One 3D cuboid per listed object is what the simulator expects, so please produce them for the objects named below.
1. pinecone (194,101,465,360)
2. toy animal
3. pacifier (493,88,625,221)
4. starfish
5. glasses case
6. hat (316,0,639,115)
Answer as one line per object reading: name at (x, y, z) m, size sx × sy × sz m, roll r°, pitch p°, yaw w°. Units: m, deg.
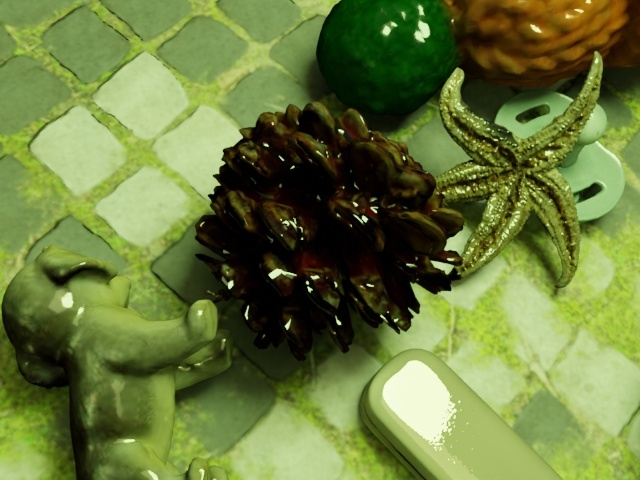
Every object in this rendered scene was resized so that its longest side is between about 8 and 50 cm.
pinecone at (0.000, 0.000, 0.695) m, size 0.221 × 0.221 × 0.221 m, roll 4°, pitch 65°, yaw -9°
toy animal at (-0.149, 0.111, 0.662) m, size 0.168 × 0.121 × 0.233 m, roll -13°, pitch 77°, yaw 1°
pacifier at (0.230, -0.092, 0.825) m, size 0.126 × 0.116 × 0.150 m, roll -18°, pitch 72°, yaw -12°
starfish at (0.182, -0.063, 0.785) m, size 0.213 × 0.057 × 0.238 m, roll 41°, pitch 103°, yaw -7°
glasses case at (0.119, 0.177, 0.714) m, size 0.083 × 0.050 × 0.196 m, roll -40°, pitch 78°, yaw -22°
hat at (0.198, -0.252, 0.817) m, size 0.400 × 0.285 × 0.285 m, roll -37°, pitch 77°, yaw -20°
